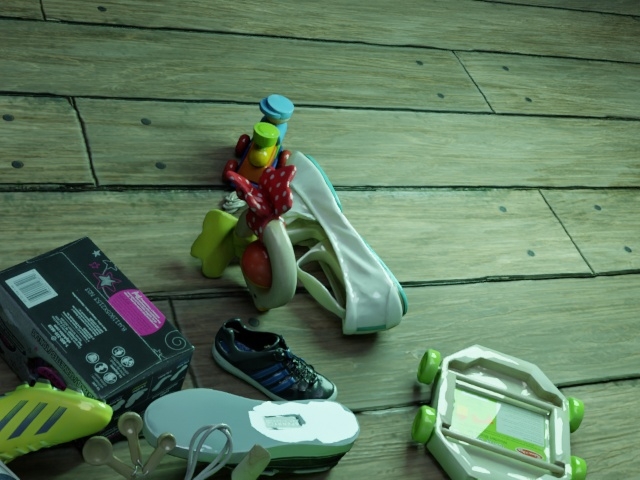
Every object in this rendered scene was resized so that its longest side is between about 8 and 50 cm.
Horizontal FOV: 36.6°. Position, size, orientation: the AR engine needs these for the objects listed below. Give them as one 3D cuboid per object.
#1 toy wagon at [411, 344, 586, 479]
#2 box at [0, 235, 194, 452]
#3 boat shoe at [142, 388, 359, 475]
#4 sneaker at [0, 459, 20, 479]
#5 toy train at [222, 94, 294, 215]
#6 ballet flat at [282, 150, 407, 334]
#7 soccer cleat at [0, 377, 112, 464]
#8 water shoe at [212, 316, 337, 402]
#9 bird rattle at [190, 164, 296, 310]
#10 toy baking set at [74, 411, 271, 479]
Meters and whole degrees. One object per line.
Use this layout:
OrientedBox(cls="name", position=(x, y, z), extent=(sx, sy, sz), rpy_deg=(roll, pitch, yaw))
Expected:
OrientedBox(cls="toy wagon", position=(0.270, 0.307, 1.477), extent=(0.267, 0.068, 0.344), rpy_deg=(19, 41, -4))
OrientedBox(cls="box", position=(-0.321, 0.143, 1.328), extent=(0.247, 0.142, 0.163), rpy_deg=(42, 45, 23))
OrientedBox(cls="boat shoe", position=(-0.100, 0.273, 1.318), extent=(0.306, 0.105, 0.113), rpy_deg=(3, 40, -31))
OrientedBox(cls="sneaker", position=(-0.387, 0.291, 1.049), extent=(0.350, 0.148, 0.131), rpy_deg=(37, 79, -9))
OrientedBox(cls="toy train", position=(-0.112, -0.146, 1.731), extent=(0.105, 0.143, 0.248), rpy_deg=(21, 40, -2))
OrientedBox(cls="ballet flat", position=(0.000, 0.000, 1.654), extent=(0.139, 0.139, 0.400), rpy_deg=(-10, 51, -32))
OrientedBox(cls="soccer cleat", position=(-0.385, 0.236, 1.173), extent=(0.289, 0.093, 0.121), rpy_deg=(-5, 61, 16))
OrientedBox(cls="water shoe", position=(-0.065, 0.186, 1.444), extent=(0.203, 0.080, 0.073), rpy_deg=(23, 41, 0))
OrientedBox(cls="bird rattle", position=(-0.086, 0.002, 1.526), extent=(0.143, 0.253, 0.206), rpy_deg=(-15, 77, -35))
OrientedBox(cls="toy baking set", position=(-0.190, 0.313, 1.189), extent=(0.256, 0.196, 0.030), rpy_deg=(10, 6, -20))
